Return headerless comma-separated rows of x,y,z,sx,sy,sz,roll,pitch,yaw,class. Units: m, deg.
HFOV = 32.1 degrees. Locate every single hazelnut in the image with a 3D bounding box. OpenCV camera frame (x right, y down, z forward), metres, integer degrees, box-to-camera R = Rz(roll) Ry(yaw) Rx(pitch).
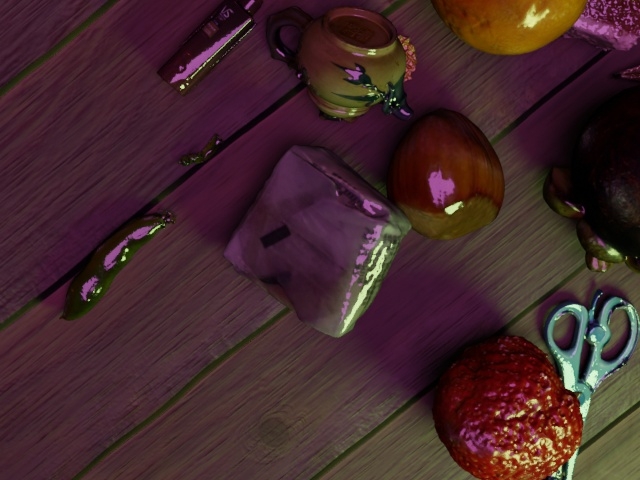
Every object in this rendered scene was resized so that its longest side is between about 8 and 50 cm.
0.196,-0.103,1.811,0.210,0.210,0.186,30,121,-14,hazelnut

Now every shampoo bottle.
-0.154,-0.327,1.749,0.068,0.067,0.236,44,94,-7,shampoo bottle

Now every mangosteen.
0.546,-0.102,1.802,0.330,0.330,0.330,-2,104,-8,mangosteen

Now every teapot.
0.030,-0.268,1.758,0.269,0.173,0.182,25,133,10,teapot

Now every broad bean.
-0.345,0.036,1.821,0.254,0.046,0.065,-46,118,3,broad bean

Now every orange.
0.290,-0.414,1.699,0.261,0.261,0.261,-2,104,-8,orange

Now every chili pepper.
-0.195,-0.142,1.814,0.083,0.022,0.027,-33,139,0,chili pepper

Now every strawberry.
0.294,0.292,1.863,0.277,0.257,0.257,0,109,-52,strawberry

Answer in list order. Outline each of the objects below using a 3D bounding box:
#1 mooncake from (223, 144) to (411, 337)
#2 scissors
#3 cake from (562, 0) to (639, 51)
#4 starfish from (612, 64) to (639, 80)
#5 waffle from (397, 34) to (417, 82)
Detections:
0.002,-0.001,1.787,0.250,0.136,0.254,36,105,15,mooncake
0.468,0.277,2.010,0.180,0.032,0.393,6,102,-10,scissors
0.460,-0.390,1.793,0.135,0.134,0.147,19,94,-11,cake
0.614,-0.276,1.890,0.227,0.043,0.240,-19,112,5,starfish
0.118,-0.294,1.825,0.085,0.016,0.078,-18,105,-3,waffle
